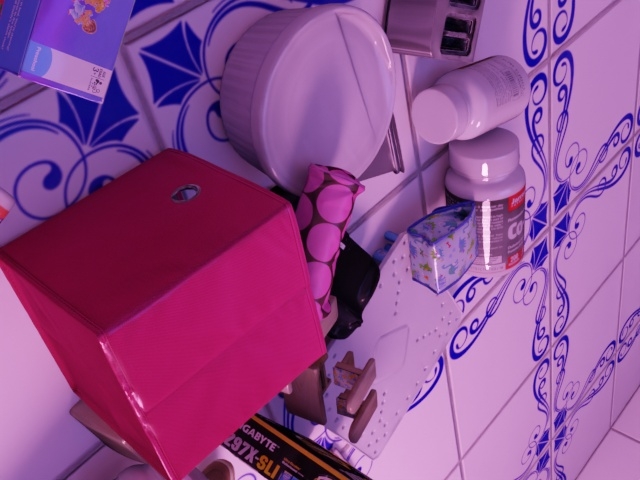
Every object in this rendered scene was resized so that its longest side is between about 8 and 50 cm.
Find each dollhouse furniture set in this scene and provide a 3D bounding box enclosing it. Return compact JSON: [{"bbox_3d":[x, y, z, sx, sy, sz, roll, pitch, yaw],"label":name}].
[{"bbox_3d":[-0.045,0.212,1.085,0.161,0.212,0.242,-52,146,-42],"label":"dollhouse furniture set"}]

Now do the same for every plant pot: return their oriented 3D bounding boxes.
[{"bbox_3d":[-0.259,0.246,0.991,0.109,0.096,0.109,-48,138,-22],"label":"plant pot"}]

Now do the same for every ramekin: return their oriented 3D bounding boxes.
[{"bbox_3d":[-0.022,-0.204,1.012,0.273,0.127,0.273,-24,125,-39],"label":"ramekin"}]

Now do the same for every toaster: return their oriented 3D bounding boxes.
[{"bbox_3d":[0.192,-0.390,1.177,0.186,0.110,0.168,-10,115,-46],"label":"toaster"}]

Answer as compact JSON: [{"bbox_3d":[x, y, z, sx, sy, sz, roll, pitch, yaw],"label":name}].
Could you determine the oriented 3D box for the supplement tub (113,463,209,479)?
[{"bbox_3d":[-0.262,0.444,0.994,0.272,0.191,0.191,-47,138,-14],"label":"supplement tub"}]

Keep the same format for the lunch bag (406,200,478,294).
[{"bbox_3d":[0.247,0.007,1.369,0.151,0.096,0.128,-30,129,-23],"label":"lunch bag"}]

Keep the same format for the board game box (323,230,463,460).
[{"bbox_3d":[0.127,0.225,1.458,0.390,0.050,0.390,-56,141,-13],"label":"board game box"}]

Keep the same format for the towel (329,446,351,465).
[{"bbox_3d":[-0.003,0.542,1.490,0.197,0.029,0.144,-51,139,-22],"label":"towel"}]

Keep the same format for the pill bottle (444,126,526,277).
[{"bbox_3d":[0.340,-0.078,1.459,0.161,0.161,0.283,-36,133,-32],"label":"pill bottle"}]

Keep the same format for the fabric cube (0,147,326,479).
[{"bbox_3d":[-0.186,0.078,0.869,0.258,0.254,0.259,-37,133,-29],"label":"fabric cube"}]

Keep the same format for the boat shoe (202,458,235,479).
[{"bbox_3d":[-0.178,0.448,1.221,0.072,0.068,0.190,-19,133,-57],"label":"boat shoe"}]

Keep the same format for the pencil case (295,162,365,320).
[{"bbox_3d":[0.000,0.000,0.974,0.098,0.095,0.209,-3,114,-55],"label":"pencil case"}]

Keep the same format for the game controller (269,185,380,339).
[{"bbox_3d":[-0.010,0.044,1.187,0.319,0.067,0.166,41,63,-43],"label":"game controller"}]

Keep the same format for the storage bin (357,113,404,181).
[{"bbox_3d":[0.073,-0.167,1.179,0.091,0.098,0.135,-22,129,-7],"label":"storage bin"}]

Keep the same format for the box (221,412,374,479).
[{"bbox_3d":[0.004,0.405,1.208,0.079,0.257,0.322,-57,149,-10],"label":"box"}]

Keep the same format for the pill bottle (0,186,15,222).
[{"bbox_3d":[-0.405,0.005,0.695,0.193,0.108,0.108,-56,140,-12],"label":"pill bottle"}]

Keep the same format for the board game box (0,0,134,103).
[{"bbox_3d":[-0.234,-0.318,0.629,0.078,0.233,0.347,13,99,-50],"label":"board game box"}]

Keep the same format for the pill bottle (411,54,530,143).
[{"bbox_3d":[0.280,-0.261,1.325,0.229,0.131,0.131,-28,127,-38],"label":"pill bottle"}]
